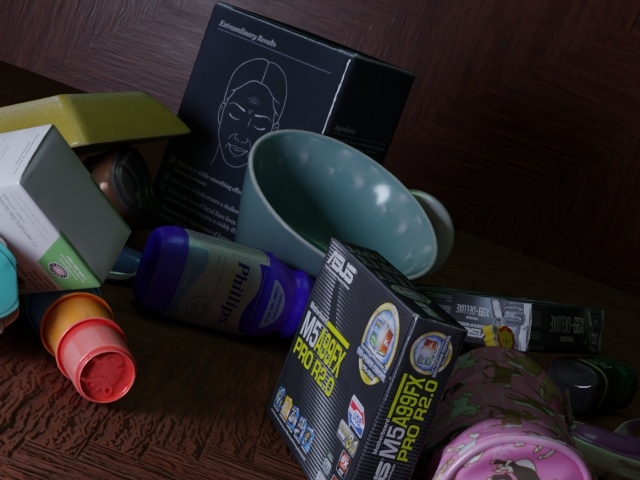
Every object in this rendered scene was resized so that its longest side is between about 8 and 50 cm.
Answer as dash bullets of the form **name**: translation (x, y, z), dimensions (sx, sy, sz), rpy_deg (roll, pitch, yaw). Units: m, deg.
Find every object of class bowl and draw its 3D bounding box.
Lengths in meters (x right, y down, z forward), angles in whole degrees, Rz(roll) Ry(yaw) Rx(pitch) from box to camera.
- **bowl**: translation (0.000, 0.000, 1.962), dimensions (0.311, 0.163, 0.312), rpy_deg (23, 33, -16)

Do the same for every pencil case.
- **pencil case**: translation (0.194, 0.225, 1.401), dimensions (0.160, 0.167, 0.386), rpy_deg (53, 9, -4)

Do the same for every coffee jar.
- **coffee jar**: translation (0.422, 0.224, 2.100), dimensions (0.096, 0.079, 0.184), rpy_deg (25, 11, 31)

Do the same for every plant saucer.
- **plant saucer**: translation (-0.410, -0.161, 1.985), dimensions (0.332, 0.081, 0.332), rpy_deg (-8, 3, 22)

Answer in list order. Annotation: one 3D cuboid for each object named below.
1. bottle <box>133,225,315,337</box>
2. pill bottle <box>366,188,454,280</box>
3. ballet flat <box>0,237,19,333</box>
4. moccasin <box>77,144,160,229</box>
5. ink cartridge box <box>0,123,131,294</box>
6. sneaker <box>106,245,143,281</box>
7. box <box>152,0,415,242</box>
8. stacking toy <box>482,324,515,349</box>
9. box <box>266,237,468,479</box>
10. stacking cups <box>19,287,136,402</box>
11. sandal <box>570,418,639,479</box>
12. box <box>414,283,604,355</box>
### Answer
- **bottle**: translation (-0.100, 0.067, 1.771), dimensions (0.282, 0.118, 0.092), rpy_deg (17, 10, -24)
- **pill bottle**: translation (0.138, -0.007, 2.197), dimensions (0.146, 0.146, 0.264), rpy_deg (20, 0, 1)
- **ballet flat**: translation (-0.496, 0.003, 1.303), dimensions (0.408, 0.147, 0.147), rpy_deg (17, 10, -22)
- **moccasin**: translation (-0.331, -0.079, 2.046), dimensions (0.147, 0.139, 0.380), rpy_deg (-19, 14, -7)
- **ink cartridge box**: translation (-0.338, -0.024, 1.411), dimensions (0.219, 0.093, 0.160), rpy_deg (-7, -47, 30)
- **sneaker**: translation (-0.324, -0.004, 1.814), dimensions (0.211, 0.081, 0.080), rpy_deg (20, 8, -10)
- **box**: translation (-0.072, -0.153, 2.222), dimensions (0.293, 0.396, 0.212), rpy_deg (27, 12, 30)
- **stacking toy**: translation (0.131, 0.140, 1.811), dimensions (0.221, 0.052, 0.167), rpy_deg (10, -18, -43)
- **box**: translation (0.038, 0.137, 1.368), dimensions (0.060, 0.216, 0.270), rpy_deg (16, 11, -21)
- **stacking cups**: translation (-0.268, 0.073, 1.444), dimensions (0.096, 0.096, 0.316), rpy_deg (15, 10, -29)
- **sandal**: translation (0.473, 0.280, 1.820), dimensions (0.416, 0.102, 0.169), rpy_deg (13, 12, -40)
- **box**: translation (0.255, 0.120, 2.105), dimensions (0.307, 0.077, 0.242), rpy_deg (7, 0, 37)
